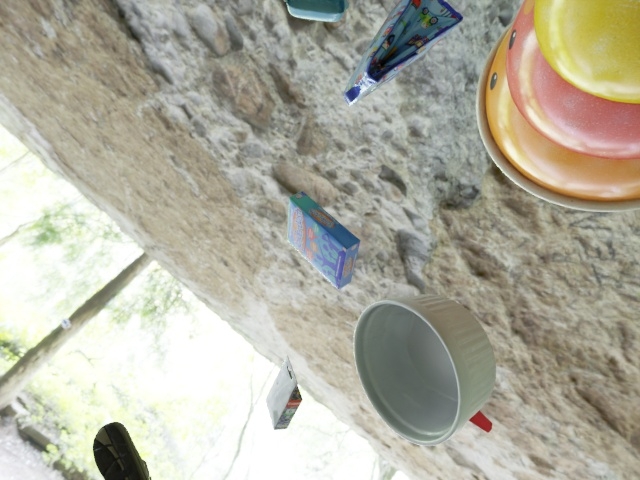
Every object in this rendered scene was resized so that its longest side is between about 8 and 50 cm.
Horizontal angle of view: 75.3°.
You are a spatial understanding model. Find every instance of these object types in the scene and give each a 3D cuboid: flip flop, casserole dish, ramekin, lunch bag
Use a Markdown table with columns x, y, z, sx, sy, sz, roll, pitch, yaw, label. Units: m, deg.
| x | y | z | sx | sy | sz | roll | pitch | yaw | label |
| --- | --- | --- | --- | --- | --- | --- | --- | --- | --- |
| -0.420 | 0.537 | 0.918 | 0.277 | 0.112 | 0.080 | 57 | -3 | 21 | flip flop |
| -0.015 | -0.663 | 1.172 | 0.188 | 0.114 | 0.037 | 4 | -33 | -7 | casserole dish |
| 0.155 | 0.178 | 0.615 | 0.207 | 0.108 | 0.207 | 17 | -69 | 52 | ramekin |
| 0.164 | -0.461 | 1.033 | 0.138 | 0.293 | 0.221 | 45 | -4 | -13 | lunch bag |

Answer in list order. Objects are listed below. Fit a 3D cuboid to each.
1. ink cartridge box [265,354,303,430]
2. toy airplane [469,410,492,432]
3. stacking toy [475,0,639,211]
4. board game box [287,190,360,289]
| x | y | z | sx | sy | sz | roll | pitch | yaw | label |
| --- | --- | --- | --- | --- | --- | --- | --- | --- | --- |
| -0.056 | 0.255 | 0.695 | 0.029 | 0.063 | 0.115 | 10 | -62 | -29 | ink cartridge box |
| 0.331 | 0.353 | 0.932 | 0.028 | 0.151 | 0.151 | 23 | -20 | -39 | toy airplane |
| 0.327 | -0.236 | 0.404 | 0.350 | 0.351 | 0.480 | 19 | 1 | 24 | stacking toy |
| 0.000 | 0.000 | 1.029 | 0.210 | 0.047 | 0.160 | 42 | -34 | 28 | board game box |
